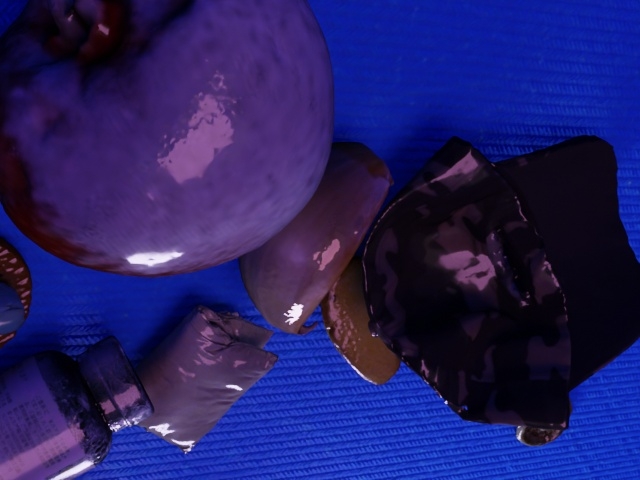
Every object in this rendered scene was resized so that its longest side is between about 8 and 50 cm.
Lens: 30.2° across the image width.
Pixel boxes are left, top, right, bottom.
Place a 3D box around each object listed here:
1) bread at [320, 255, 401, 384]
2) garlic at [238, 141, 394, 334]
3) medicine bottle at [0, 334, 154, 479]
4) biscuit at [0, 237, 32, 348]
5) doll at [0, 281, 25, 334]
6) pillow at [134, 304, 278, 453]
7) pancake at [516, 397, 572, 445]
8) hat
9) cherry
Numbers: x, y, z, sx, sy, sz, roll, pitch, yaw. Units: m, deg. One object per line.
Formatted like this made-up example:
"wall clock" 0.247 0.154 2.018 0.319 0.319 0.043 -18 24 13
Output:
"bread" 0.063 0.081 1.491 0.149 0.065 0.187 -44 125 -14
"garlic" -0.011 0.004 1.327 0.164 0.145 0.245 -1 124 -50
"medicine bottle" -0.331 0.214 1.289 0.293 0.141 0.141 -28 135 -9
"biscuit" -0.389 0.062 1.213 0.188 0.027 0.188 -17 133 -19
"doll" -0.391 0.107 1.186 0.158 0.059 0.159 16 117 -41
"pillow" -0.152 0.163 1.408 0.134 0.078 0.181 29 109 -40
"pancake" 0.352 0.285 1.860 0.108 0.017 0.108 -17 129 -23
"hat" 0.240 0.032 1.485 0.382 0.257 0.366 -27 104 -59
"cherry" -0.127 -0.122 1.058 0.335 0.291 0.326 4 131 -44
